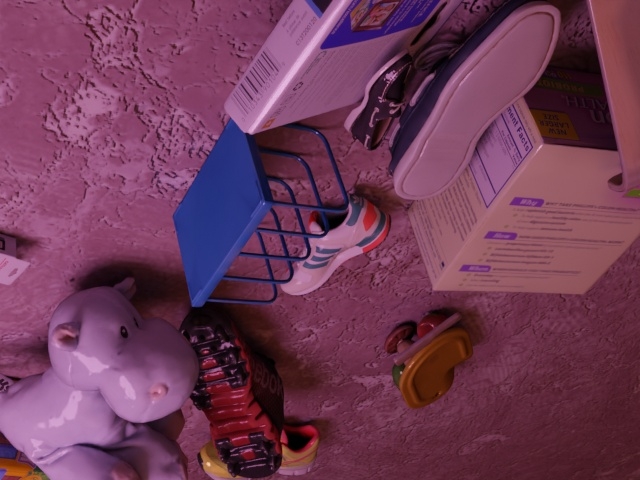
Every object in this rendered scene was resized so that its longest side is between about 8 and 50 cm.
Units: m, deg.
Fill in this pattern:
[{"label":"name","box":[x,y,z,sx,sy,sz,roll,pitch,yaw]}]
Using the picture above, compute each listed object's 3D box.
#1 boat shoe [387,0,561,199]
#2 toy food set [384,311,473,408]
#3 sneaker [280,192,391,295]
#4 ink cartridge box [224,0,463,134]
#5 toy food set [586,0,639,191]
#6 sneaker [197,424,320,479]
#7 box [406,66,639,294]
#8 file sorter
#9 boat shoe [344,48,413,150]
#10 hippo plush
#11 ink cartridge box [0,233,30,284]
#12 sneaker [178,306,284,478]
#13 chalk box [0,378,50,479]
[{"label":"boat shoe","box":[0.135,-0.143,0.858,0.095,0.079,0.255,-1,145,-22]},{"label":"toy food set","box":[0.146,0.157,1.292,0.128,0.071,0.218,-38,148,-10]},{"label":"sneaker","box":[0.000,0.000,1.035,0.161,0.057,0.075,-34,124,27]},{"label":"ink cartridge box","box":[0.043,-0.186,0.761,0.208,0.045,0.206,-24,161,-48]},{"label":"toy food set","box":[0.325,-0.206,0.774,0.219,0.092,0.306,-23,121,3]},{"label":"sneaker","box":[-0.092,0.322,1.421,0.208,0.081,0.094,-1,136,-30]},{"label":"box","box":[0.247,-0.057,0.983,0.213,0.117,0.243,3,142,-23]},{"label":"file sorter","box":[-0.063,-0.025,0.913,0.104,0.118,0.170,7,139,-32]},{"label":"boat shoe","box":[0.059,-0.127,0.832,0.046,0.038,0.125,-33,168,-34]},{"label":"hippo plush","box":[-0.252,0.153,1.062,0.294,0.234,0.237,32,114,5]},{"label":"ink cartridge box","box":[-0.350,0.014,0.935,0.083,0.028,0.048,22,131,-40]},{"label":"sneaker","box":[-0.115,0.183,1.199,0.097,0.135,0.276,-10,123,14]},{"label":"chalk box","box":[-0.422,0.264,1.161,0.213,0.132,0.132,19,133,-38]}]
